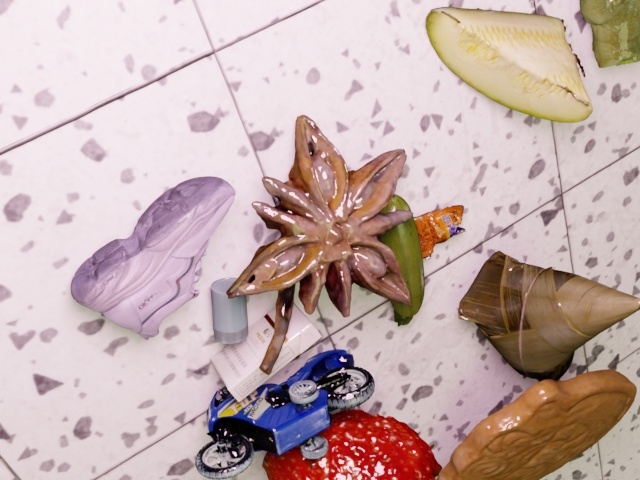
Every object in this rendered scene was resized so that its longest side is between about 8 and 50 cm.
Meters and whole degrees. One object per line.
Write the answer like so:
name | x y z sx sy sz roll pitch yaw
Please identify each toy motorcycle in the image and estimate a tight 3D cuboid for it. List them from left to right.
toy motorcycle | -0.063 0.252 1.093 0.315 0.168 0.113 -23 115 -29

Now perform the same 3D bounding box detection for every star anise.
star anise | 0.002 0.000 1.015 0.292 0.109 0.350 -6 94 -16

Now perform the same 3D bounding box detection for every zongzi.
zongzi | 0.434 0.162 1.227 0.289 0.317 0.154 43 68 -36

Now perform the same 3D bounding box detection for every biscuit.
biscuit | 0.425 0.389 1.396 0.364 0.062 0.385 4 132 -31

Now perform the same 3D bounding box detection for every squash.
squash | 0.131 0.039 1.148 0.066 0.066 0.252 -24 123 -17
squash | 0.263 -0.245 1.061 0.252 0.093 0.170 -5 70 -28

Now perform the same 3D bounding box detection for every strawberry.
strawberry | 0.040 0.393 1.175 0.276 0.257 0.258 20 104 -1

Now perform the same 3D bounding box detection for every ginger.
ginger | 0.460 -0.403 1.115 0.137 0.089 0.290 -27 120 6

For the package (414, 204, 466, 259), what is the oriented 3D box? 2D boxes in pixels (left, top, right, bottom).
package | 0.189 -0.015 1.175 0.110 0.033 0.077 -22 131 -13

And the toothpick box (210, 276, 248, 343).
toothpick box | -0.131 0.101 1.041 0.052 0.052 0.083 -12 116 -24

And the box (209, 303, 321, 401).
box | -0.083 0.160 1.075 0.154 0.084 0.040 -37 124 -8

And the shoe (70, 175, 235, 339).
shoe | -0.194 0.026 0.951 0.245 0.095 0.138 -41 129 -2
